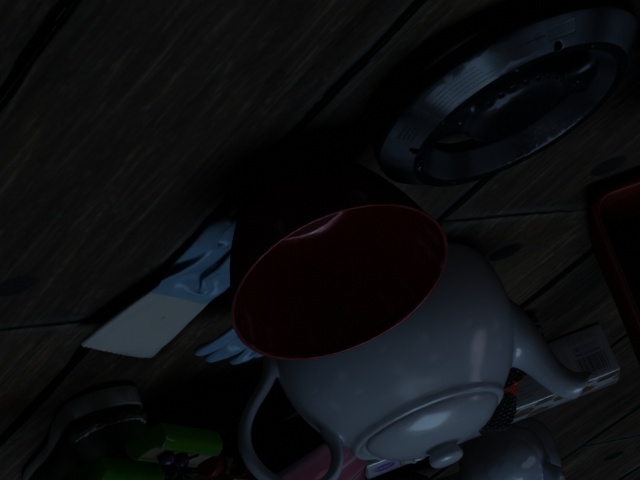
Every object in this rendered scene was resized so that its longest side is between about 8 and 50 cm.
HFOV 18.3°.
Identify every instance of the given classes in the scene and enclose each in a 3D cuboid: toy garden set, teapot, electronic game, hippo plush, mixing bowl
[{"bbox_3d":[-0.189,0.254,1.859,0.244,0.049,0.204,-30,159,18],"label":"toy garden set"},{"bbox_3d":[0.080,0.132,1.902,0.256,0.187,0.252,-34,157,31],"label":"teapot"},{"bbox_3d":[0.146,-0.113,1.545,0.229,0.048,0.229,-25,160,-10],"label":"electronic game"},{"bbox_3d":[0.177,0.312,2.516,0.236,0.234,0.294,-63,162,15],"label":"hippo plush"},{"bbox_3d":[0.000,0.000,1.582,0.181,0.098,0.181,-16,143,-13],"label":"mixing bowl"}]

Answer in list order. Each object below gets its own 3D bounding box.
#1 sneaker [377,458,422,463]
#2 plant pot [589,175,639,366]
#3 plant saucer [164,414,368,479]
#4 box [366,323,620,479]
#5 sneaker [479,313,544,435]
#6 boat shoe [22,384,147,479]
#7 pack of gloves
[{"bbox_3d":[0.068,0.211,2.227,0.229,0.092,0.087,-25,161,12],"label":"sneaker"},{"bbox_3d":[0.414,0.054,1.987,0.267,0.267,0.236,-20,173,-7],"label":"plant pot"},{"bbox_3d":[-0.083,0.277,2.070,0.332,0.084,0.332,-26,-176,2],"label":"plant saucer"},{"bbox_3d":[0.192,0.189,2.339,0.324,0.067,0.063,-22,160,-4],"label":"box"},{"bbox_3d":[0.197,0.138,2.235,0.057,0.075,0.161,-3,126,-28],"label":"sneaker"},{"bbox_3d":[-0.229,0.243,2.000,0.109,0.091,0.305,-13,158,-22],"label":"boat shoe"},{"bbox_3d":[-0.069,0.031,1.730,0.195,0.046,0.232,15,137,-42],"label":"pack of gloves"}]
